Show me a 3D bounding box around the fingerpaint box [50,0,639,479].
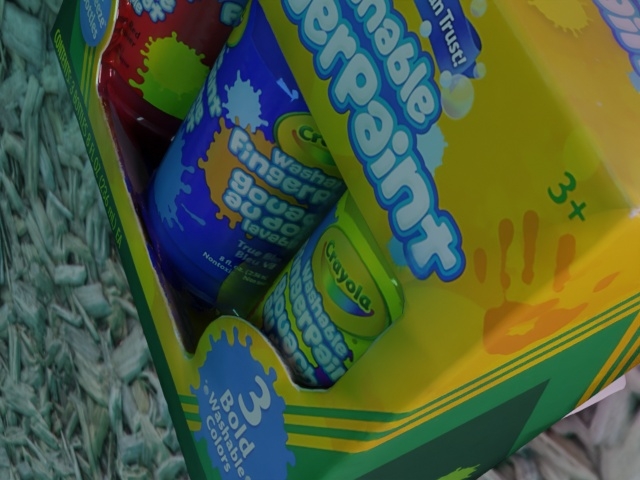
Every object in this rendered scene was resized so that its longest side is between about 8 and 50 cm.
[{"bbox_3d":[0.005,-0.088,0.595,0.371,0.163,0.444,-50,53,43],"label":"fingerpaint box"}]

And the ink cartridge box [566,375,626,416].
[{"bbox_3d":[0.167,0.015,0.630,0.060,0.104,0.180,-22,83,47],"label":"ink cartridge box"}]
